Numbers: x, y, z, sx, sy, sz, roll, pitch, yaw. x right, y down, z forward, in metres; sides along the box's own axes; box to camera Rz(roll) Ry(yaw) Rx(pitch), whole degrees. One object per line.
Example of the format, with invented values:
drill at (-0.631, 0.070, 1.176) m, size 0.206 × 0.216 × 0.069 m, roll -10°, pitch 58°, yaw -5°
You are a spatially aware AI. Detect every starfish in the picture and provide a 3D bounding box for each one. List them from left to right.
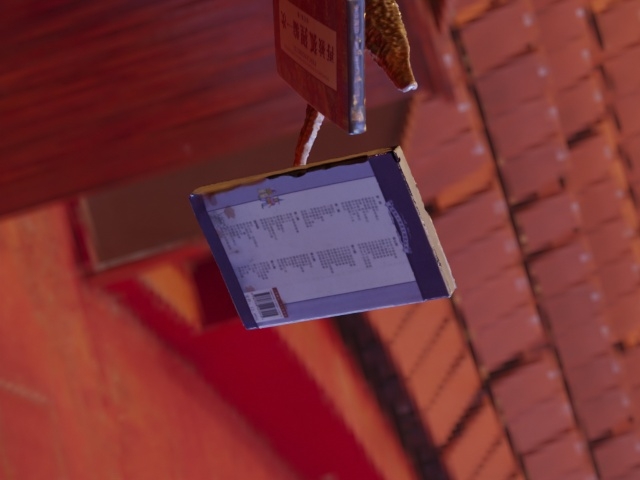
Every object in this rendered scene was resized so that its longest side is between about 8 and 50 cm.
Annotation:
starfish at (0.068, -0.267, 2.377) m, size 0.132 × 0.398 × 0.383 m, roll 37°, pitch 49°, yaw -35°

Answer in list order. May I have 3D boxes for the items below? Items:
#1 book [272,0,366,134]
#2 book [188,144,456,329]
book at (-0.001, -0.205, 1.297) m, size 0.160 × 0.024 × 0.228 m, roll -132°, pitch -142°, yaw -61°
book at (0.000, 0.000, 1.782) m, size 0.157 × 0.231 × 0.026 m, roll 67°, pitch 30°, yaw -21°
